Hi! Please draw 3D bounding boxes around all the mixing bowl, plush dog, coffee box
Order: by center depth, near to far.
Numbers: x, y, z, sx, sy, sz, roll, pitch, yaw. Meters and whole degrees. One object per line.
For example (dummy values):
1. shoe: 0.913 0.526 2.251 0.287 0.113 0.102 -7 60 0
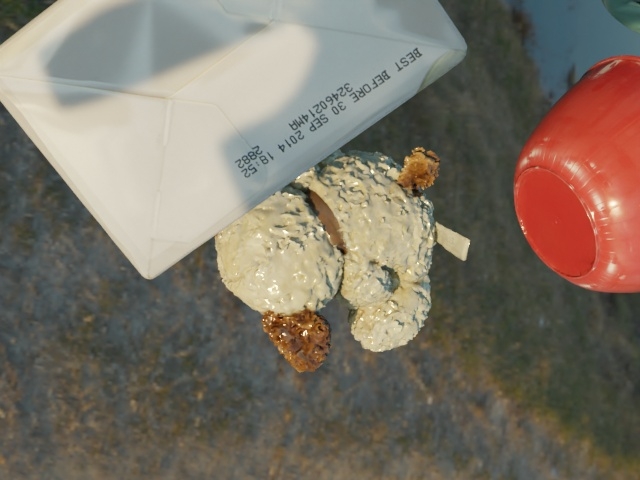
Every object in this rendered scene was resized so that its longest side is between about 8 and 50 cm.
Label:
1. coffee box: -0.039 -0.112 0.564 0.119 0.168 0.297 53 9 -13
2. mixing bowl: 0.205 -0.032 0.771 0.098 0.181 0.181 -25 122 -21
3. plush dog: 0.000 0.000 1.094 0.225 0.210 0.262 -26 79 -30

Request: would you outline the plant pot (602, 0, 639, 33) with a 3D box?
1. plant pot: 0.258 -0.217 0.539 0.293 0.293 0.235 12 92 -60
